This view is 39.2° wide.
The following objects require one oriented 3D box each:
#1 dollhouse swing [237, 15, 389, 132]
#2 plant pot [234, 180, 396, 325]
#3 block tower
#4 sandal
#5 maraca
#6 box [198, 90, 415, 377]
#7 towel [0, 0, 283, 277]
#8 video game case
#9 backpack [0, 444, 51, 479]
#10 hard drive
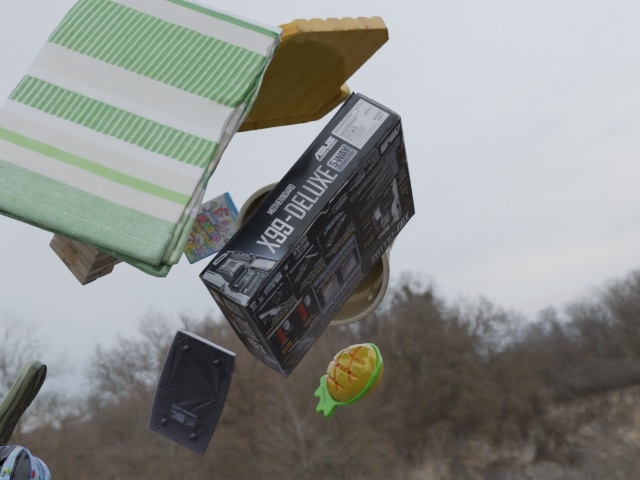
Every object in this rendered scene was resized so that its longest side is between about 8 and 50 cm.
[{"bbox_3d":[-0.108,-0.367,1.640,0.347,0.315,0.305,-15,-32,-42],"label":"dollhouse swing"},{"bbox_3d":[0.038,-0.042,1.890,0.334,0.334,0.305,-12,24,32],"label":"plant pot"},{"bbox_3d":[-0.290,-0.083,1.295,0.091,0.097,0.335,-29,-19,-48],"label":"block tower"},{"bbox_3d":[-0.623,0.345,1.681,0.086,0.302,0.120,31,-13,-1],"label":"sandal"},{"bbox_3d":[0.054,0.282,1.818,0.099,0.127,0.186,35,-62,-26],"label":"maraca"},{"bbox_3d":[0.000,0.000,1.151,0.076,0.307,0.242,31,-18,24],"label":"box"},{"bbox_3d":[-0.208,-0.140,0.979,0.248,0.325,0.038,21,-24,5],"label":"towel"},{"bbox_3d":[-0.259,-0.028,2.097,0.166,0.119,0.015,-24,8,15],"label":"video game case"},{"bbox_3d":[-0.534,0.450,1.561,0.158,0.173,0.117,-12,-29,28],"label":"backpack"},{"bbox_3d":[-0.292,0.348,2.083,0.172,0.254,0.054,22,12,18],"label":"hard drive"}]
